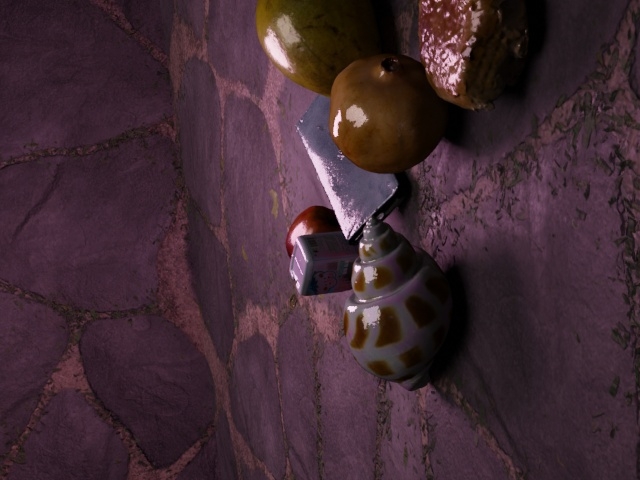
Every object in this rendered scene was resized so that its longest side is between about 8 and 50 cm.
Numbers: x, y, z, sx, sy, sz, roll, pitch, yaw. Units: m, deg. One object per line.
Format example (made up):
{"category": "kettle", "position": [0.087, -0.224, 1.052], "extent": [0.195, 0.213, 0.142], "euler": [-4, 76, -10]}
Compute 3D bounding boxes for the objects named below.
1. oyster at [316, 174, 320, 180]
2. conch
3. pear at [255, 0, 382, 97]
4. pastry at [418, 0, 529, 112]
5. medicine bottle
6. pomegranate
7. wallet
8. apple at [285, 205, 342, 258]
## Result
{"category": "oyster", "position": [0.035, -0.204, 2.075], "extent": [0.125, 0.064, 0.177], "euler": [-128, 39, -62]}
{"category": "conch", "position": [0.143, 0.126, 1.697], "extent": [0.249, 0.197, 0.367], "euler": [-92, 11, -68]}
{"category": "pear", "position": [-0.002, -0.436, 1.857], "extent": [0.307, 0.253, 0.253], "euler": [66, 154, 25]}
{"category": "pastry", "position": [0.239, -0.338, 1.414], "extent": [0.235, 0.121, 0.256], "euler": [-114, 25, -49]}
{"category": "medicine bottle", "position": [0.038, 0.047, 1.948], "extent": [0.094, 0.188, 0.119], "euler": [-116, 28, -42]}
{"category": "pomegranate", "position": [0.122, -0.227, 1.618], "extent": [0.233, 0.233, 0.233], "euler": [174, 90, -70]}
{"category": "wallet", "position": [0.058, -0.179, 1.936], "extent": [0.190, 0.046, 0.379], "euler": [-50, 46, 32]}
{"category": "apple", "position": [-0.006, -0.004, 2.124], "extent": [0.156, 0.147, 0.158], "euler": [-87, 8, -50]}
